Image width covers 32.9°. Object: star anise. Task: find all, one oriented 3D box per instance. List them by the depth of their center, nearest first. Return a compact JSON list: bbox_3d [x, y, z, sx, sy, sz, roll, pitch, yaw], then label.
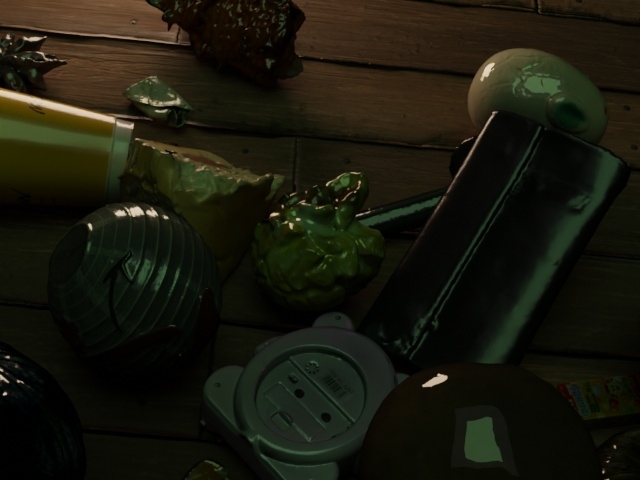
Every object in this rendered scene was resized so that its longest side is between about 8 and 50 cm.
[{"bbox_3d":[-0.528,-0.288,1.785,0.182,0.065,0.195,18,56,9],"label":"star anise"}]

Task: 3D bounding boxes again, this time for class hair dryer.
[{"bbox_3d":[0.197,-0.014,1.642,0.302,0.116,0.244,-16,56,-4],"label":"hair dryer"}]

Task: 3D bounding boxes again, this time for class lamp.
[{"bbox_3d":[-0.237,0.067,1.428,0.233,0.265,0.233,5,81,-35],"label":"lamp"}]

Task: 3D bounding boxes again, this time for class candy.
[{"bbox_3d":[0.390,0.225,1.501,0.122,0.038,0.062,-5,52,-11],"label":"candy"}]

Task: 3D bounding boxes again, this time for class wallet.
[{"bbox_3d":[0.243,0.017,1.527,0.228,0.062,0.406,27,76,24],"label":"wallet"}]

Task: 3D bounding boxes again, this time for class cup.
[{"bbox_3d":[-0.423,-0.132,1.605,0.279,0.196,0.196,7,51,-10],"label":"cup"}]

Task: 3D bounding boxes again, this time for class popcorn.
[{"bbox_3d":[0.000,0.000,1.531,0.198,0.213,0.198,14,15,-4],"label":"popcorn"}]

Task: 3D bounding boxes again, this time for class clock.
[{"bbox_3d":[-0.009,0.217,1.431,0.248,0.090,0.227,-33,62,-30],"label":"clock"}]

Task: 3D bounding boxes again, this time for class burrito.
[{"bbox_3d":[-0.262,-0.222,1.776,0.074,0.044,0.118,-34,60,-26],"label":"burrito"}]

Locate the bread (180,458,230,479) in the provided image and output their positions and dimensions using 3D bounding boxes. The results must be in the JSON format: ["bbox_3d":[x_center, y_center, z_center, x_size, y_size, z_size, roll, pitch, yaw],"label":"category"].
[{"bbox_3d":[-0.179,0.358,1.320,0.073,0.053,0.214,27,51,9],"label":"bread"}]

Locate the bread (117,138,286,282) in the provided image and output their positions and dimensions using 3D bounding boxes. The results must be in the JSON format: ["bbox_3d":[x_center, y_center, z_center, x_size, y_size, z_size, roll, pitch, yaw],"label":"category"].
[{"bbox_3d":[-0.173,-0.089,1.575,0.183,0.211,0.224,25,58,22],"label":"bread"}]

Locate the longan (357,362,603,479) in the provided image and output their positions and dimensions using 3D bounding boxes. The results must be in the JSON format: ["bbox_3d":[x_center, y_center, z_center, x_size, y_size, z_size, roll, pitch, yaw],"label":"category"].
[{"bbox_3d":[0.184,0.290,1.269,0.297,0.297,0.297,3,51,-4],"label":"longan"}]

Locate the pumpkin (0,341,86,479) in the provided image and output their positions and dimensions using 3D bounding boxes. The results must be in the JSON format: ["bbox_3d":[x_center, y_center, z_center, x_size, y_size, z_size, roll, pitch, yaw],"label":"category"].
[{"bbox_3d":[-0.445,0.241,1.198,0.363,0.266,0.363,22,9,-4],"label":"pumpkin"}]

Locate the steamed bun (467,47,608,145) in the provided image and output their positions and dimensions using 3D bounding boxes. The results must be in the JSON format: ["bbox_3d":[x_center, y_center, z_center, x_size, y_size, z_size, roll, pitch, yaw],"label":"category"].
[{"bbox_3d":[0.346,-0.204,1.745,0.228,0.177,0.131,24,43,6],"label":"steamed bun"}]

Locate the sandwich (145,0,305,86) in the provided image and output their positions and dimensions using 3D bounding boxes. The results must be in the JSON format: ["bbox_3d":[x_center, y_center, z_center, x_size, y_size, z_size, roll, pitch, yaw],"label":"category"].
[{"bbox_3d":[-0.132,-0.391,1.865,0.250,0.162,0.301,-36,77,5],"label":"sandwich"}]

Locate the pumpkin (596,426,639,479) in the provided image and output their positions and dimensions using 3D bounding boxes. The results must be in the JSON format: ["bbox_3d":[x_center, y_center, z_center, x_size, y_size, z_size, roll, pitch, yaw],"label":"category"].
[{"bbox_3d":[0.425,0.337,1.352,0.219,0.162,0.219,-1,26,1],"label":"pumpkin"}]
